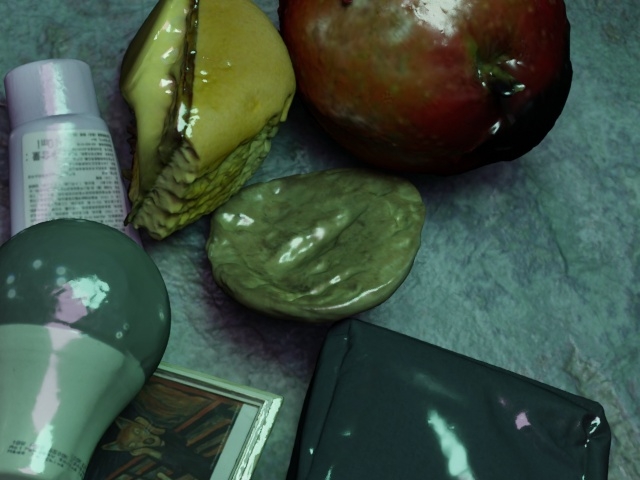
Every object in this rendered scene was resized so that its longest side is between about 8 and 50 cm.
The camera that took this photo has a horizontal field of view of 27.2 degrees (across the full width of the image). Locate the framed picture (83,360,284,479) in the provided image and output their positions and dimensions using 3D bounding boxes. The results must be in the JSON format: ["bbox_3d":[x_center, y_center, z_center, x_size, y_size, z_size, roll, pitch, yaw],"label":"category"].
[{"bbox_3d":[-0.196,0.203,1.235,0.273,0.016,0.216,13,64,19],"label":"framed picture"}]

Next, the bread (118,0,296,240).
[{"bbox_3d":[-0.113,-0.144,1.322,0.163,0.204,0.262,8,55,-19],"label":"bread"}]

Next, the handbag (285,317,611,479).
[{"bbox_3d":[0.108,0.245,1.258,0.302,0.178,0.275,21,53,-5],"label":"handbag"}]

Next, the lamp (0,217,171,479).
[{"bbox_3d":[-0.239,0.114,1.153,0.182,0.182,0.313,20,43,-4],"label":"lamp"}]

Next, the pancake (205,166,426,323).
[{"bbox_3d":[0.000,0.000,1.339,0.242,0.050,0.242,-7,41,6],"label":"pancake"}]

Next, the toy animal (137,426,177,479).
[{"bbox_3d":[-0.174,0.299,1.235,0.158,0.097,0.312,34,69,15],"label":"toy animal"}]

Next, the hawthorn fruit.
[{"bbox_3d":[0.112,-0.203,1.368,0.316,0.316,0.315,4,70,-10],"label":"hawthorn fruit"}]

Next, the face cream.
[{"bbox_3d":[-0.254,-0.043,1.340,0.154,0.096,0.273,-6,79,-29],"label":"face cream"}]
